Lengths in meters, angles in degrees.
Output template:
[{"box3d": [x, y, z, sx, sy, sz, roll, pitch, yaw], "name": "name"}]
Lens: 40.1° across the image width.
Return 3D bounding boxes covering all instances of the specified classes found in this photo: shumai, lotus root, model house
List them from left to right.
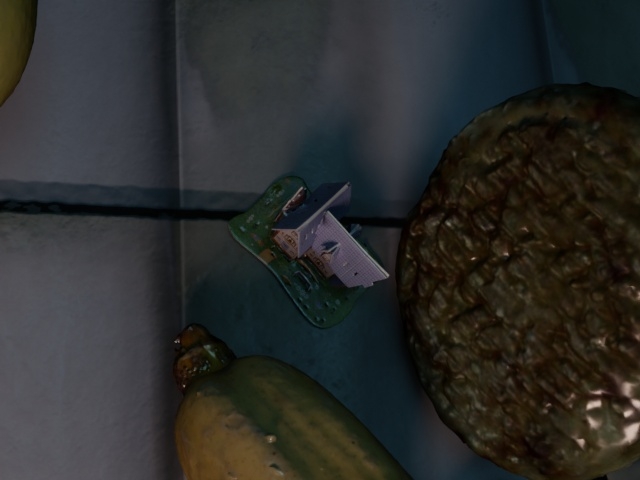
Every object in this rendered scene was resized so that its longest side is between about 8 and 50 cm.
[{"box3d": [-0.033, 0.216, 0.828, 0.343, 0.151, 0.169, 42, 46, 22], "name": "lotus root"}, {"box3d": [0.000, 0.000, 0.945, 0.117, 0.088, 0.167, -40, 90, -25], "name": "model house"}, {"box3d": [0.305, 0.030, 0.944, 0.348, 0.395, 0.395, -8, 75, -44], "name": "shumai"}]

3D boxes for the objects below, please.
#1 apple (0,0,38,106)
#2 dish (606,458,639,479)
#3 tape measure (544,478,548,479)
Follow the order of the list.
[{"box3d": [-0.404, -0.203, 0.792, 0.295, 0.233, 0.257, 26, 53, 2], "name": "apple"}, {"box3d": [0.408, 0.278, 0.965, 0.191, 0.066, 0.190, 22, 35, -16], "name": "dish"}, {"box3d": [0.289, 0.311, 0.828, 0.164, 0.084, 0.330, -21, 113, 10], "name": "tape measure"}]
